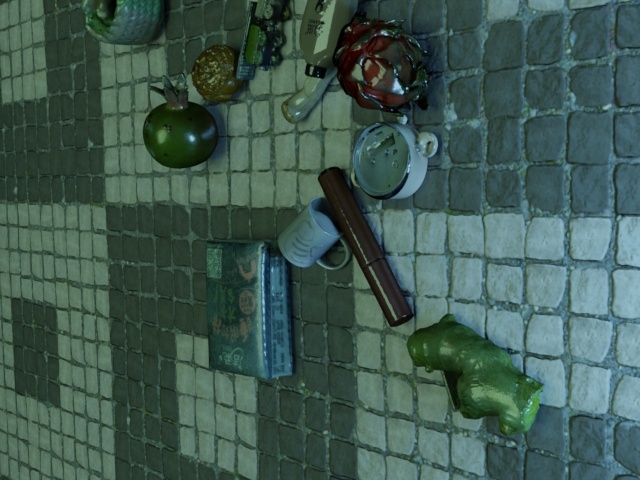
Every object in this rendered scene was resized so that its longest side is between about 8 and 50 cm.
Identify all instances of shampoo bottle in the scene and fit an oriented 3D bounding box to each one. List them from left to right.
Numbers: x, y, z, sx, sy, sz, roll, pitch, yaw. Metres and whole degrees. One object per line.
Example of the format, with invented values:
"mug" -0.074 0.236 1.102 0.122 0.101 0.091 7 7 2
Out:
"shampoo bottle" 0.018 -0.452 1.780 0.127 0.078 0.256 20 102 35

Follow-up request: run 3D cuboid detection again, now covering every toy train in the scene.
"toy train" -0.116 -0.478 1.948 0.081 0.060 0.202 32 115 47

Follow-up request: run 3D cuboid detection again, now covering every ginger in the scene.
"ginger" 0.272 0.238 1.583 0.290 0.089 0.137 44 118 35

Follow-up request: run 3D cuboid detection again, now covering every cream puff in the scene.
"cream puff" -0.243 -0.391 2.058 0.144 0.103 0.126 -32 70 37

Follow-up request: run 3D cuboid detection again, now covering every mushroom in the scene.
"mushroom" -0.017 -0.327 1.867 0.202 0.054 0.059 -46 68 32

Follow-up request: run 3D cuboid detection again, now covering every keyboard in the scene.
"keyboard" -0.157 -0.451 1.998 0.014 0.055 0.176 24 111 31

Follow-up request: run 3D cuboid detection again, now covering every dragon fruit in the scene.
"dragon fruit" 0.111 -0.328 1.645 0.189 0.182 0.182 25 112 44

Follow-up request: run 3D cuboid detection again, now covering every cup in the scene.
"cup" -0.008 -0.001 1.852 0.133 0.099 0.136 -44 62 39

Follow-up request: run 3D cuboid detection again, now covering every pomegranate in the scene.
"pomegranate" -0.337 -0.281 2.100 0.181 0.182 0.224 34 137 39

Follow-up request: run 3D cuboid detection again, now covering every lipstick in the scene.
"lipstick" 0.087 0.008 1.783 0.057 0.057 0.356 -44 62 40

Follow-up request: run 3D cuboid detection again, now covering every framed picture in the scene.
"framed picture" 0.261 0.273 1.660 0.066 0.007 0.089 -28 73 45

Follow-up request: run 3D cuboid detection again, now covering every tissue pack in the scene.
"tissue pack" -0.173 0.153 2.039 0.228 0.103 0.315 2 94 48

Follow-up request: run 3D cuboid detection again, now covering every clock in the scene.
"clock" 0.131 -0.157 1.717 0.229 0.063 0.155 -21 80 44

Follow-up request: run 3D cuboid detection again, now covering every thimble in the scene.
"thimble" -0.509 -0.606 2.285 0.219 0.150 0.218 5 97 46
